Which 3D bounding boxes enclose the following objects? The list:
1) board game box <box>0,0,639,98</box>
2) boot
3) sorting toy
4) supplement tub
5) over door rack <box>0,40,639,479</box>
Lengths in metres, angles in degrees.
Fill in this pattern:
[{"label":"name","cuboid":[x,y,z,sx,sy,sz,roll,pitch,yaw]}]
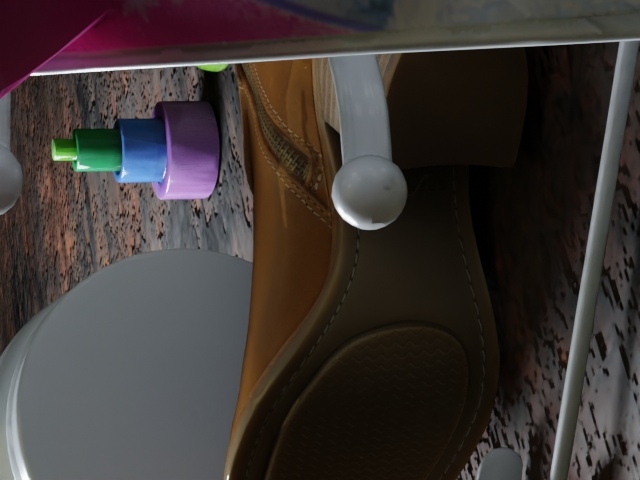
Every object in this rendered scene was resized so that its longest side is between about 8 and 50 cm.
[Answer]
[{"label":"board game box","cuboid":[0.011,-0.192,0.192,0.050,0.390,0.390,-51,-48,-47]},{"label":"boot","cuboid":[-0.007,-0.013,0.775,0.220,0.109,0.283,-127,41,-59]},{"label":"sorting toy","cuboid":[-0.115,-0.190,1.074,0.127,0.126,0.365,-120,33,-55]},{"label":"supplement tub","cuboid":[-0.094,0.127,0.935,0.272,0.191,0.191,128,137,-64]},{"label":"over door rack","cuboid":[0.000,0.000,0.556,0.108,0.240,0.324,-109,24,-55]}]
